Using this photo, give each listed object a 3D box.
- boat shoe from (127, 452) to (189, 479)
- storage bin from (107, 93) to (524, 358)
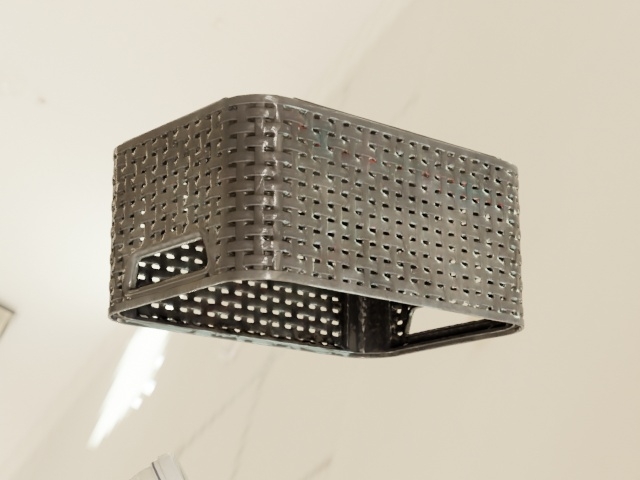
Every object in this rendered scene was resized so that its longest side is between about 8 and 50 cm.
[{"bbox_3d":[-0.154,0.354,1.619,0.076,0.083,0.226,-30,-123,-2],"label":"boat shoe"},{"bbox_3d":[0.000,0.000,0.677,0.122,0.180,0.084,-17,-111,47],"label":"storage bin"}]
